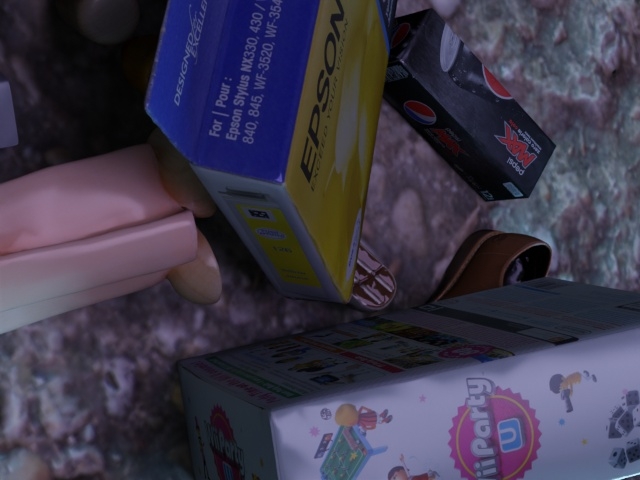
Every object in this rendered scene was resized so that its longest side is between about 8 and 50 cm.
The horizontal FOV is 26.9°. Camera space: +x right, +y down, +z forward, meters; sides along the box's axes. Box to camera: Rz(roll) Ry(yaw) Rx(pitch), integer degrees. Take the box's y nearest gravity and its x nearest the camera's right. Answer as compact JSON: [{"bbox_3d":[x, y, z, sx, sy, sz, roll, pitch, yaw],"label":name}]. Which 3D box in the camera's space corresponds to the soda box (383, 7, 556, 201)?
[{"bbox_3d":[0.111,-0.105,1.063,0.169,0.053,0.060,43,65,-27],"label":"soda box"}]

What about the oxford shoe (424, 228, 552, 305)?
[{"bbox_3d":[0.117,0.079,1.048,0.076,0.076,0.212,40,68,-30],"label":"oxford shoe"}]

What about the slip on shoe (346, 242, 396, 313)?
[{"bbox_3d":[0.000,0.000,0.988,0.135,0.041,0.051,44,69,-6],"label":"slip on shoe"}]

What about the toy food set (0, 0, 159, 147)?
[{"bbox_3d":[-0.200,-0.124,0.833,0.232,0.104,0.111,-12,109,-18],"label":"toy food set"}]

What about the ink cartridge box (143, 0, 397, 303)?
[{"bbox_3d":[-0.007,-0.149,0.843,0.307,0.072,0.304,67,32,-69],"label":"ink cartridge box"}]

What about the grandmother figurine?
[{"bbox_3d":[-0.225,0.024,0.763,0.342,0.104,0.208,-21,121,-26],"label":"grandmother figurine"}]

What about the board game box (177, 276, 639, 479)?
[{"bbox_3d":[0.081,0.105,0.884,0.303,0.224,0.098,-10,96,-19],"label":"board game box"}]
